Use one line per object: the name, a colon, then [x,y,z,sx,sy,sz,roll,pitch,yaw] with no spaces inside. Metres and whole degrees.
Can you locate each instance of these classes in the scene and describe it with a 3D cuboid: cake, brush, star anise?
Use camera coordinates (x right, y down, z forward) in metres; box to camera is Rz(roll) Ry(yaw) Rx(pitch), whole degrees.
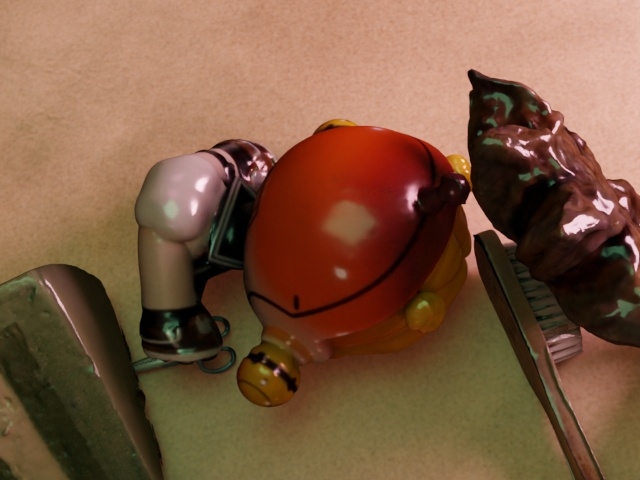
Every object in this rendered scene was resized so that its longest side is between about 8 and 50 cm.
cake: [-0.256,0.163,1.521,0.158,0.172,0.283,-27,65,9]
brush: [0.221,0.128,1.495,0.065,0.070,0.327,-17,63,-7]
star anise: [0.225,-0.008,1.433,0.108,0.315,0.315,-42,62,11]

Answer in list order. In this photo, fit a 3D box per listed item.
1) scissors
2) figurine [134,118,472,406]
scissors: [-0.140,0.110,1.609,0.119,0.014,0.058,-15,69,7]
figurine: [-0.003,-0.003,1.531,0.323,0.196,0.320,1,55,20]
